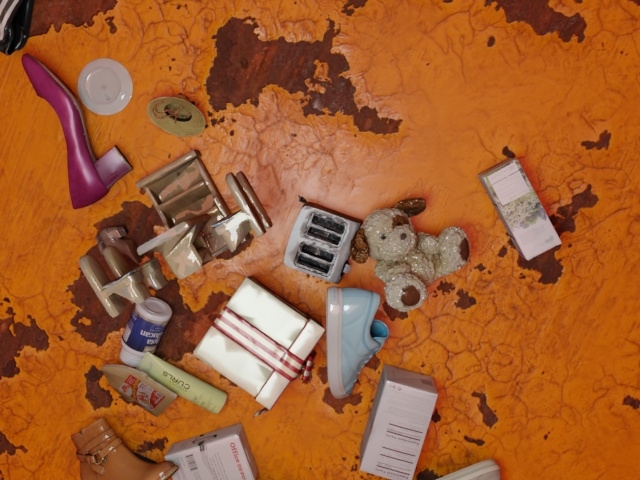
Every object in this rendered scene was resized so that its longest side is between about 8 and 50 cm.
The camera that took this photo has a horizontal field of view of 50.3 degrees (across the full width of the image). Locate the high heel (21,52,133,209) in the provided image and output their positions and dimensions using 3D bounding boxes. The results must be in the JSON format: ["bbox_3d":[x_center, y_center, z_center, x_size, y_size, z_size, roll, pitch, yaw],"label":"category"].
[{"bbox_3d":[-0.644,-0.264,1.664,0.181,0.127,0.377,-38,98,-4],"label":"high heel"}]

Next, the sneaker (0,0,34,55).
[{"bbox_3d":[-0.883,-0.518,1.626,0.447,0.169,0.257,-36,93,4],"label":"sneaker"}]

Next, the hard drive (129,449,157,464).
[{"bbox_3d":[-0.516,0.612,1.826,0.135,0.022,0.094,24,97,0],"label":"hard drive"}]

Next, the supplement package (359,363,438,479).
[{"bbox_3d":[0.193,0.460,1.720,0.134,0.139,0.244,15,99,1],"label":"supplement package"}]

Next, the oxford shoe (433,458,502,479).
[{"bbox_3d":[0.264,0.694,1.727,0.449,0.169,0.130,-23,67,2],"label":"oxford shoe"}]

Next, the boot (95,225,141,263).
[{"bbox_3d":[-0.521,0.019,1.747,0.087,0.042,0.118,-23,95,11],"label":"boot"}]

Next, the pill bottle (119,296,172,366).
[{"bbox_3d":[-0.450,0.235,1.734,0.094,0.094,0.169,27,110,-1],"label":"pill bottle"}]

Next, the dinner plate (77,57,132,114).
[{"bbox_3d":[-0.542,-0.386,1.707,0.141,0.017,0.141,0,99,2],"label":"dinner plate"}]

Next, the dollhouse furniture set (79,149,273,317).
[{"bbox_3d":[-0.325,-0.057,1.548,0.362,0.394,0.256,-29,95,5],"label":"dollhouse furniture set"}]

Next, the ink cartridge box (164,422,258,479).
[{"bbox_3d":[-0.281,0.585,1.781,0.203,0.086,0.148,-17,96,4],"label":"ink cartridge box"}]

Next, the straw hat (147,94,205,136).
[{"bbox_3d":[-0.348,-0.325,1.680,0.144,0.144,0.061,7,55,1],"label":"straw hat"}]

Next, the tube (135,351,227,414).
[{"bbox_3d":[-0.358,0.369,1.749,0.240,0.062,0.070,31,81,-12],"label":"tube"}]

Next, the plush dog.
[{"bbox_3d":[0.191,0.021,1.635,0.262,0.210,0.225,-38,98,-19],"label":"plush dog"}]

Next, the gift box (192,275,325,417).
[{"bbox_3d":[-0.142,0.262,1.657,0.258,0.255,0.276,34,91,0],"label":"gift box"}]

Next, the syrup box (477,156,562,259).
[{"bbox_3d":[0.484,-0.078,1.662,0.093,0.096,0.237,-29,96,7],"label":"syrup box"}]

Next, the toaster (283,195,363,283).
[{"bbox_3d":[0.000,0.000,1.685,0.186,0.110,0.168,20,97,0],"label":"toaster"}]

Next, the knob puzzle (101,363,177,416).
[{"bbox_3d":[-0.470,0.367,1.743,0.213,0.030,0.213,16,139,14],"label":"knob puzzle"}]

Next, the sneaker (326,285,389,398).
[{"bbox_3d":[0.090,0.259,1.638,0.150,0.135,0.366,0,134,3],"label":"sneaker"}]

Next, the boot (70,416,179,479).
[{"bbox_3d":[-0.509,0.551,1.746,0.283,0.109,0.220,-28,81,27],"label":"boot"}]
